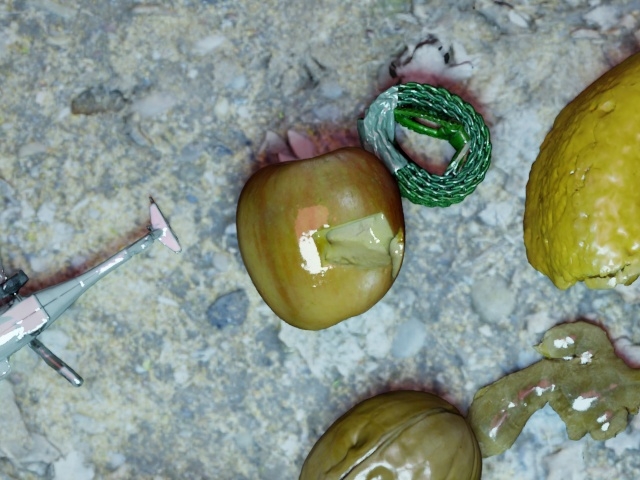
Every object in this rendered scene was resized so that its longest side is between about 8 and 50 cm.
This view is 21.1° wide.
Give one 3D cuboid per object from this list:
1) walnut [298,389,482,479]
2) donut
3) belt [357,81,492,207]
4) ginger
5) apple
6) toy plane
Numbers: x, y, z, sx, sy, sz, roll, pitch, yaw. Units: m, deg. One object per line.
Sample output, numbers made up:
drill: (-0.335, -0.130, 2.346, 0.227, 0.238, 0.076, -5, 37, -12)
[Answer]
walnut: (0.070, 0.249, 1.767, 0.207, 0.167, 0.167, -41, 84, -1)
donut: (0.442, -0.063, 1.767, 0.435, 0.163, 0.377, 17, 85, 6)
belt: (0.111, -0.105, 1.833, 0.151, 0.079, 0.121, 35, 88, 6)
ginger: (0.251, 0.173, 1.811, 0.214, 0.059, 0.133, -40, 80, -2)
apple: (0.000, 0.000, 1.787, 0.199, 0.199, 0.199, 0, 85, 4)
toy plane: (-0.275, 0.069, 1.833, 0.273, 0.107, 0.182, -15, 89, -2)
